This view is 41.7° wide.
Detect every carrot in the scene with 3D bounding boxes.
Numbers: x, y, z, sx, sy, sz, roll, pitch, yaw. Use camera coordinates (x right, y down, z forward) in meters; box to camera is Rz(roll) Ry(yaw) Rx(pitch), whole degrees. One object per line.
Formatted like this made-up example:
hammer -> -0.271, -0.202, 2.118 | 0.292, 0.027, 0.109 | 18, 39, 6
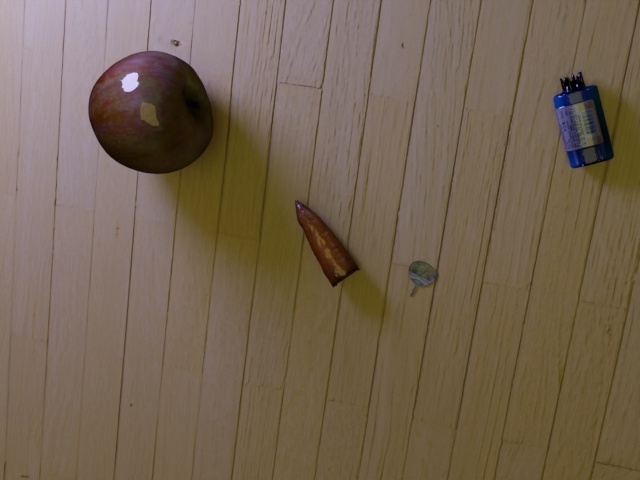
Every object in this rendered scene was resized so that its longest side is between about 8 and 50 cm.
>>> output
carrot -> 0.000, 0.000, 1.813 | 0.072, 0.072, 0.205 | -34, 91, 17

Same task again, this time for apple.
apple -> -0.356, -0.262, 1.742 | 0.234, 0.257, 0.256 | -9, 99, 16

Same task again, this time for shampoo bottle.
shampoo bottle -> 0.515, -0.239, 1.658 | 0.087, 0.050, 0.183 | -14, 98, 17

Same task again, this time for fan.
fan -> 0.210, 0.077, 1.815 | 0.080, 0.003, 0.060 | -36, 91, 16
